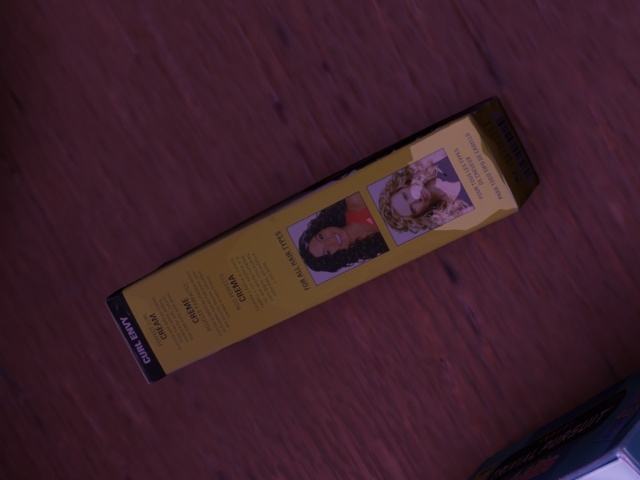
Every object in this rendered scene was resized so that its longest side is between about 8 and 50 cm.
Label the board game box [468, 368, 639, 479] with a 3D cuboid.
[{"bbox_3d":[0.223,0.215,0.542,0.336,0.079,0.254,44,154,6],"label":"board game box"}]

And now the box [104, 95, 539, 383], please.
[{"bbox_3d":[0.000,0.000,0.650,0.232,0.087,0.058,-27,94,20],"label":"box"}]
